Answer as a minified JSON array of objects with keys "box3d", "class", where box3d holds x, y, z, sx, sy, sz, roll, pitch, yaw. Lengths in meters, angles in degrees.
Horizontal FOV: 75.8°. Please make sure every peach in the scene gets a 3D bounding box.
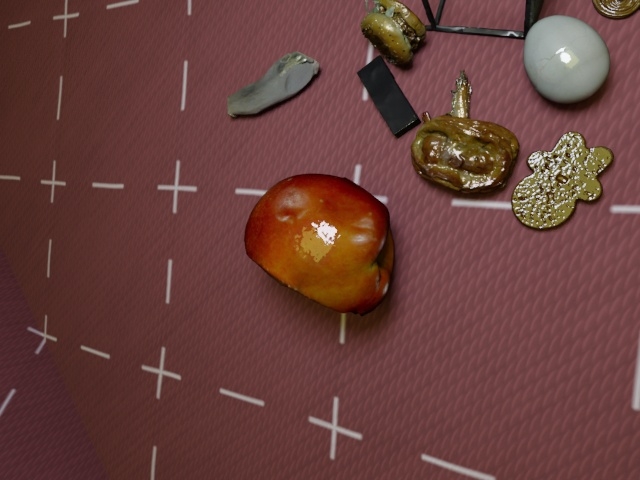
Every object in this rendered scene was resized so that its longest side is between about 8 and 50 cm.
[{"box3d":[0.019,-0.008,1.057,0.406,0.335,0.309,31,96,28],"class":"peach"}]

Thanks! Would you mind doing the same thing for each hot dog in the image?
[{"box3d":[0.342,-0.215,1.019,0.259,0.114,0.174,19,115,24],"class":"hot dog"}]

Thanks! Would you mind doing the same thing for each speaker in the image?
[{"box3d":[0.189,-0.397,1.139,0.082,0.044,0.218,-33,76,21],"class":"speaker"}]

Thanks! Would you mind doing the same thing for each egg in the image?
[{"box3d":[0.538,-0.403,0.914,0.151,0.151,0.209,-34,74,21],"class":"egg"}]

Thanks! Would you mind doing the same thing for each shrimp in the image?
[{"box3d":[0.329,-0.350,1.078,0.125,0.034,0.178,4,101,28],"class":"shrimp"}]

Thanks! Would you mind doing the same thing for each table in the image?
[{"box3d":[0.397,-0.687,0.946,0.273,0.222,0.334,18,97,25],"class":"table"}]

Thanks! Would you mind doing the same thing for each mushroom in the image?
[{"box3d":[-0.157,-0.476,1.278,0.352,0.097,0.109,-22,80,26],"class":"mushroom"}]

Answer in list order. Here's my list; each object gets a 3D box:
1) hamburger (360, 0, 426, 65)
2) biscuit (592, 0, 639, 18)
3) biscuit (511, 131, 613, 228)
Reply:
[{"box3d":[0.180,-0.550,1.078,0.186,0.177,0.113,31,112,-19],"class":"hamburger"},{"box3d":[0.702,-0.554,0.906,0.175,0.026,0.124,16,97,25],"class":"biscuit"},{"box3d":[0.554,-0.134,0.965,0.180,0.039,0.236,41,107,18],"class":"biscuit"}]
